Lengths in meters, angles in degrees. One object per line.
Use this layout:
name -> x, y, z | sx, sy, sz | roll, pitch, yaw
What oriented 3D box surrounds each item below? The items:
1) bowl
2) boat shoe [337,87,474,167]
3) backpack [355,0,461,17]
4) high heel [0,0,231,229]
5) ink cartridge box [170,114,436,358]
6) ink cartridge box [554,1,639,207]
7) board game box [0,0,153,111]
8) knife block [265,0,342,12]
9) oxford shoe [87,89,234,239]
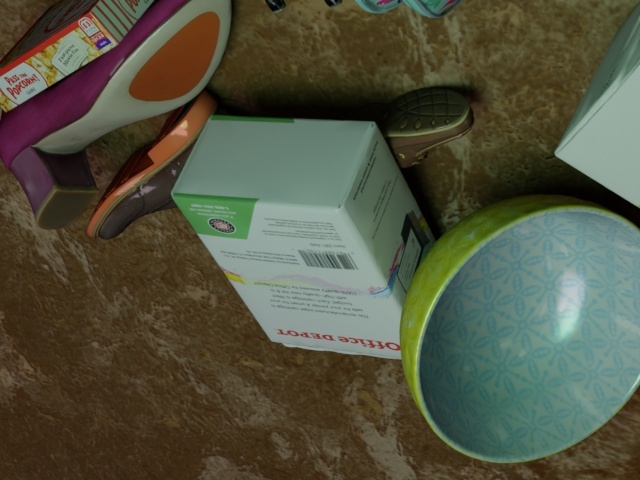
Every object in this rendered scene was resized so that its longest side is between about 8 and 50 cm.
bowl -> 0.194, 0.068, 1.549 | 0.156, 0.289, 0.289 | 45, 164, 56
boat shoe -> 0.089, -0.109, 1.534 | 0.178, 0.064, 0.060 | -9, 134, 44
backpack -> 0.069, -0.294, 1.210 | 0.191, 0.225, 0.253 | 38, 179, 10
high heel -> -0.239, -0.190, 1.620 | 0.377, 0.127, 0.181 | -43, 58, 29
ink cartridge box -> 0.000, 0.000, 1.596 | 0.201, 0.117, 0.278 | 5, 146, 29
ink cartridge box -> 0.357, -0.109, 1.286 | 0.232, 0.171, 0.168 | 32, 149, -2
board game box -> -0.246, -0.221, 1.546 | 0.193, 0.147, 0.045 | -23, 117, 40
knife block -> -0.032, -0.354, 1.363 | 0.088, 0.242, 0.276 | -1, 85, 28
oxford shoe -> -0.175, -0.059, 1.702 | 0.098, 0.097, 0.271 | 38, 137, -15
